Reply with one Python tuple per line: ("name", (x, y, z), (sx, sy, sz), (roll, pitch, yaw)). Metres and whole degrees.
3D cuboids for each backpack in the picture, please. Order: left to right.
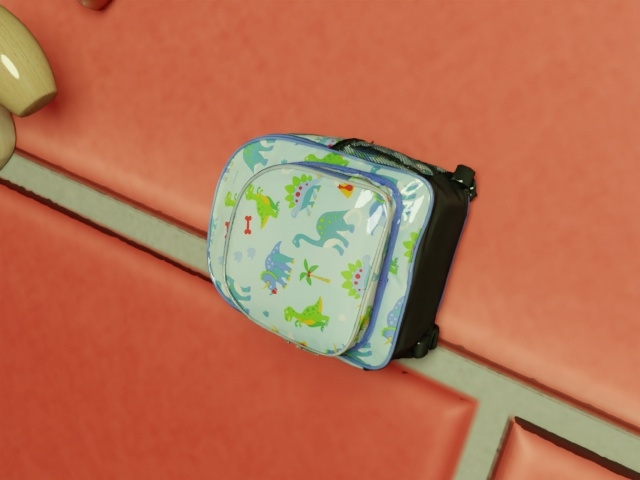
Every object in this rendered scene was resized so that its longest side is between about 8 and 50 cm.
("backpack", (0.000, 0.000, 0.647), (0.114, 0.084, 0.105), (20, 101, 29))

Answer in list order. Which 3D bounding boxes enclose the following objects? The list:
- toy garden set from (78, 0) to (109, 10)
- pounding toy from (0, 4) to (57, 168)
("toy garden set", (-0.122, -0.265, 0.710), (0.204, 0.049, 0.244), (-45, 73, 24))
("pounding toy", (-0.275, -0.088, 0.750), (0.269, 0.155, 0.154), (-27, 86, 28))
